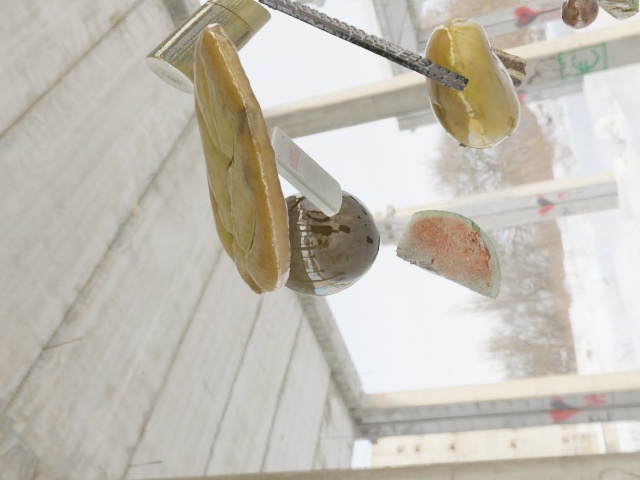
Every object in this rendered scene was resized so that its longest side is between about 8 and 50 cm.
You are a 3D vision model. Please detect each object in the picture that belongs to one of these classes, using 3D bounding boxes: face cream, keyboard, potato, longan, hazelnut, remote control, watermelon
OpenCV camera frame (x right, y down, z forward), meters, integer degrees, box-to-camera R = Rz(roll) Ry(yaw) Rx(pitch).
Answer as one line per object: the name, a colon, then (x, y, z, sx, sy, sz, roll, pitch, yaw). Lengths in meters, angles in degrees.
face cream: (-0.240, -0.443, 1.568, 0.285, 0.139, 0.067, -53, -8, -28)
keyboard: (0.064, -0.281, 1.010, 0.018, 0.310, 0.101, -67, -6, 21)
potato: (0.243, -0.249, 1.170, 0.234, 0.146, 0.150, 49, -178, -34)
longan: (0.000, 0.000, 1.599, 0.258, 0.258, 0.258, -9, -90, -71)
hazelnut: (0.527, -0.473, 1.459, 0.086, 0.086, 0.086, -9, -90, -71)
remote control: (-0.030, -0.123, 1.326, 0.190, 0.029, 0.087, 39, -142, -30)
watermelon: (0.368, 0.052, 1.988, 0.180, 0.305, 0.224, -51, -18, -43)

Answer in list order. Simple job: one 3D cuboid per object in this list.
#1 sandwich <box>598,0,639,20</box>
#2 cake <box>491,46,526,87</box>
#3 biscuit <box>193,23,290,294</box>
sandwich: (0.813, -0.665, 1.946, 0.244, 0.088, 0.090, 3, -95, -52)
cake: (0.424, -0.485, 1.923, 0.135, 0.246, 0.112, 60, -138, -59)
biscuit: (-0.081, -0.069, 0.674, 0.203, 0.041, 0.259, -134, 33, -61)
